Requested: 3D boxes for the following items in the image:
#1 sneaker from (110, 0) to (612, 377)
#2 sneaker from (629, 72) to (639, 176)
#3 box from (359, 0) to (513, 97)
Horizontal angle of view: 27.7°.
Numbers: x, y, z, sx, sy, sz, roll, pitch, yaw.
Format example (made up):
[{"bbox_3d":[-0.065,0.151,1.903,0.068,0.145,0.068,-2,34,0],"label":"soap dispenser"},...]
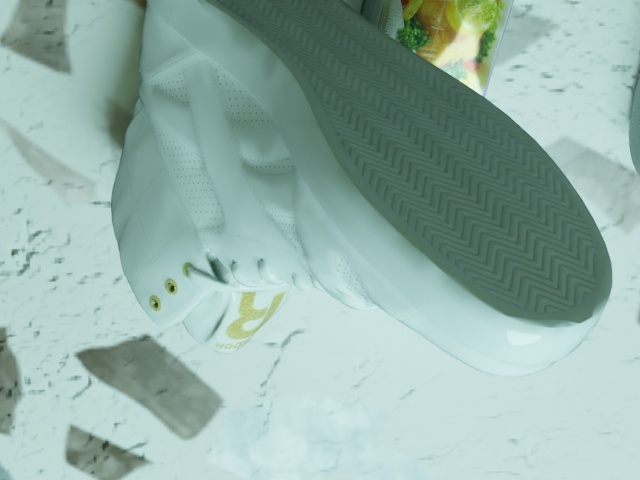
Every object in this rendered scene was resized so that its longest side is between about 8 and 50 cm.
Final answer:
[{"bbox_3d":[0.000,0.000,0.586,0.108,0.292,0.169,-7,129,-35],"label":"sneaker"},{"bbox_3d":[0.235,-0.124,0.637,0.121,0.079,0.217,1,128,-9],"label":"sneaker"},{"bbox_3d":[0.071,-0.178,0.594,0.063,0.067,0.324,9,118,-10],"label":"box"}]
